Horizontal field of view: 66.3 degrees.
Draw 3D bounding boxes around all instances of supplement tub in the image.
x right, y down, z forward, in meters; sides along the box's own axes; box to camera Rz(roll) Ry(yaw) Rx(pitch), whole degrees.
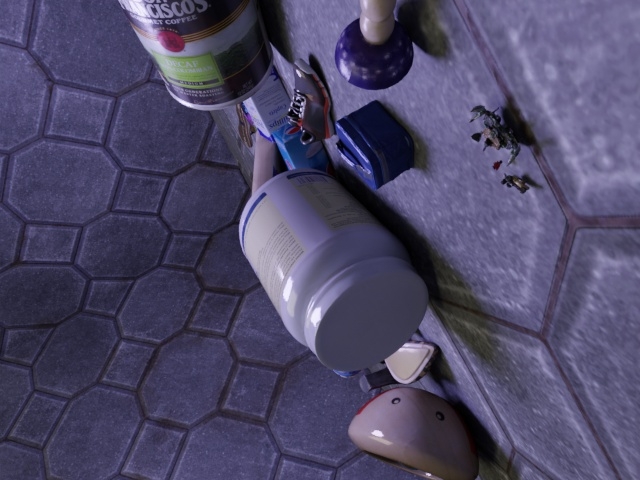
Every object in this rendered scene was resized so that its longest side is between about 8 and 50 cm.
[{"bbox_3d":[0.012,0.040,0.854,0.325,0.235,0.235,51,170,48],"label":"supplement tub"}]

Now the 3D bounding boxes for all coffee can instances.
[{"bbox_3d":[-0.195,-0.365,0.743,0.201,0.201,0.275,56,173,23],"label":"coffee can"}]

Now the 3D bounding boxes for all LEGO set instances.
[{"bbox_3d":[0.142,-0.075,0.380,0.083,0.023,0.054,47,-174,-46],"label":"LEGO set"}]

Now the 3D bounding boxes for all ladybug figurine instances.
[{"bbox_3d":[0.227,0.461,1.167,0.305,0.162,0.449,14,156,16],"label":"ladybug figurine"}]

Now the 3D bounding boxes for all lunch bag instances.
[{"bbox_3d":[0.058,-0.114,0.588,0.098,0.065,0.067,54,171,31],"label":"lunch bag"}]

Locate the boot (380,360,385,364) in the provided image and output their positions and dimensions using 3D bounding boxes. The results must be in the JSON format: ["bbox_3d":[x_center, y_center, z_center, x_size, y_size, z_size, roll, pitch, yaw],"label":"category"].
[{"bbox_3d":[0.132,0.198,1.229,0.207,0.094,0.246,59,180,27],"label":"boot"}]

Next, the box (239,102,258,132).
[{"bbox_3d":[-0.211,-0.393,1.418,0.116,0.029,0.162,54,170,32],"label":"box"}]

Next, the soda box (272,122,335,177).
[{"bbox_3d":[-0.018,-0.136,0.984,0.067,0.071,0.210,50,168,49],"label":"soda box"}]

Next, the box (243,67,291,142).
[{"bbox_3d":[-0.113,-0.285,1.019,0.137,0.072,0.126,62,173,-26],"label":"box"}]

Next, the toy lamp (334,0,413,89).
[{"bbox_3d":[0.038,-0.207,0.306,0.080,0.080,0.275,57,173,15],"label":"toy lamp"}]

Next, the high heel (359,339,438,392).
[{"bbox_3d":[0.223,0.267,1.107,0.261,0.186,0.093,-48,57,47],"label":"high heel"}]

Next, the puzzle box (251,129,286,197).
[{"bbox_3d":[-0.135,-0.106,1.453,0.409,0.052,0.272,78,-167,-69],"label":"puzzle box"}]

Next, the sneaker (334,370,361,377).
[{"bbox_3d":[0.008,0.181,1.219,0.330,0.129,0.147,56,175,18],"label":"sneaker"}]

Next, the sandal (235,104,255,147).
[{"bbox_3d":[-0.238,-0.381,1.605,0.072,0.049,0.180,47,152,36],"label":"sandal"}]

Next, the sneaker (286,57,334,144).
[{"bbox_3d":[-0.022,-0.205,0.762,0.061,0.065,0.158,54,171,35],"label":"sneaker"}]
